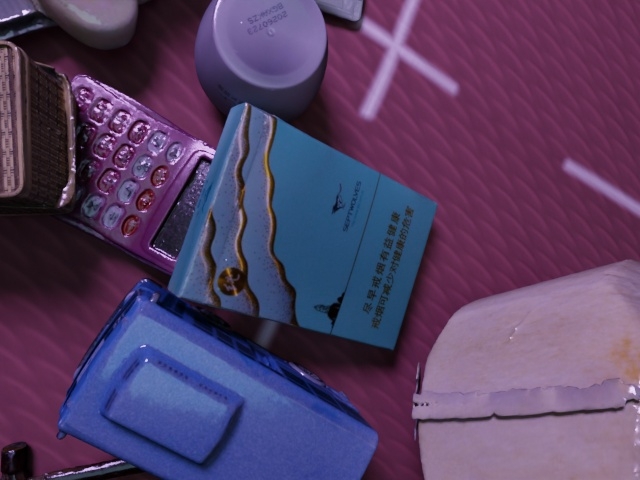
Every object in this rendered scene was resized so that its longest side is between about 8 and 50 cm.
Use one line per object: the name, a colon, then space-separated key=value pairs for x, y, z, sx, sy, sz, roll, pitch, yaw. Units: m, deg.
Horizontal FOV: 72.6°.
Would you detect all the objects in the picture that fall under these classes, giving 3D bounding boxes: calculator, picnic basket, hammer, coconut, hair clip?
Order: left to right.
picnic basket: x=-0.275 y=-0.075 z=0.321 sx=0.164 sy=0.079 sz=0.115 roll=-4 pitch=86 yaw=-5
hair clip: x=-0.237 y=-0.218 z=0.359 sx=0.218 sy=0.071 sz=0.159 roll=-30 pitch=95 yaw=-17
hammer: x=-0.188 y=0.201 z=0.392 sx=0.178 sy=0.021 sz=0.065 roll=-4 pitch=90 yaw=-16
calculator: x=-0.161 y=-0.053 z=0.393 sx=0.190 sy=0.034 sz=0.127 roll=29 pitch=84 yaw=-8
coconut: x=0.236 y=0.173 z=0.379 sx=0.322 sy=0.323 sz=0.323 roll=0 pitch=90 yaw=-15

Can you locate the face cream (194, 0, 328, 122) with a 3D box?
face cream: x=-0.051 y=-0.162 z=0.384 sx=0.117 sy=0.104 sz=0.117 roll=-1 pitch=92 yaw=-14

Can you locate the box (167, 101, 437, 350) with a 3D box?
box: x=-0.001 y=0.000 z=0.401 sx=0.229 sy=0.041 sz=0.162 roll=20 pitch=84 yaw=-31

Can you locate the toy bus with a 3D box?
toy bus: x=-0.081 y=0.136 z=0.362 sx=0.234 sy=0.133 sz=0.116 roll=34 pitch=82 yaw=-13

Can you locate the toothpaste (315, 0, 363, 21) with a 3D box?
toothpaste: x=-0.049 y=-0.258 z=0.425 sx=0.197 sy=0.029 sz=0.048 roll=5 pitch=91 yaw=-18
